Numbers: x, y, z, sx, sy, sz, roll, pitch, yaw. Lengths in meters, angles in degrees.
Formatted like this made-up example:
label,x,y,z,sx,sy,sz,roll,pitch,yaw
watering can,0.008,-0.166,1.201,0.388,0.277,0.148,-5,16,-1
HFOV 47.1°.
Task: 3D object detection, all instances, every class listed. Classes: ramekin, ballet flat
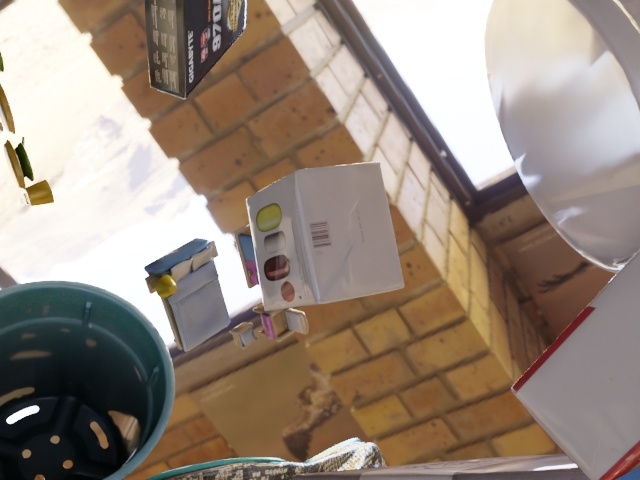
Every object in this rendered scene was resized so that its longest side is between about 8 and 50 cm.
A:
label,x,y,z,sx,sy,sz,roll,pitch,yaw
ramekin,0.262,-0.116,0.633,0.127,0.272,0.273,-23,-165,-5
ballet flat,-0.035,0.369,0.964,0.483,0.182,0.164,11,124,-51

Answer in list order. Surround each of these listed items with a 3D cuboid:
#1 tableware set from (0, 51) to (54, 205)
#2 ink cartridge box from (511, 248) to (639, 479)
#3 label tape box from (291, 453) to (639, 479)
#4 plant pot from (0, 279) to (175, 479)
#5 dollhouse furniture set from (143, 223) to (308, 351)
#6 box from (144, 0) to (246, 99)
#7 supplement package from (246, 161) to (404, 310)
label,x,y,z,sx,sy,sz,roll,pitch,yaw
tableware set,-0.270,-0.104,0.646,0.024,0.154,0.104,-20,-169,-27
ink cartridge box,0.164,0.053,0.342,0.135,0.056,0.099,10,123,-52
label tape box,0.106,0.205,0.505,0.241,0.105,0.334,11,158,-40
plant pot,-0.427,0.291,1.159,0.341,0.341,0.334,-47,171,-39
dollhouse furniture set,-0.162,0.139,1.473,0.198,0.286,0.303,9,-151,43
box,-0.140,-0.303,0.848,0.220,0.051,0.175,100,13,-47
supplement package,0.000,0.000,1.134,0.149,0.194,0.203,-8,175,-27
